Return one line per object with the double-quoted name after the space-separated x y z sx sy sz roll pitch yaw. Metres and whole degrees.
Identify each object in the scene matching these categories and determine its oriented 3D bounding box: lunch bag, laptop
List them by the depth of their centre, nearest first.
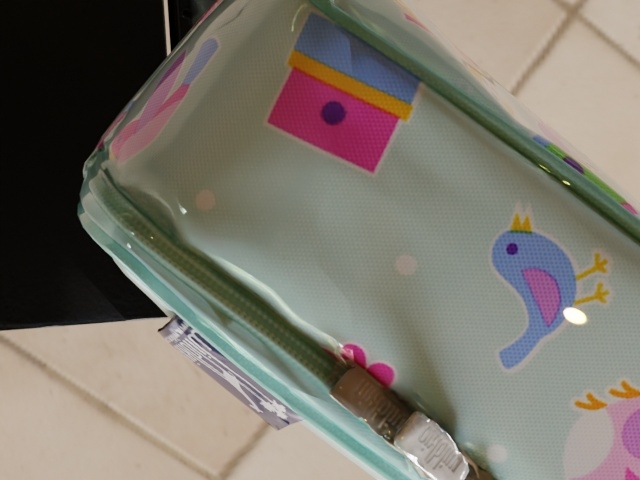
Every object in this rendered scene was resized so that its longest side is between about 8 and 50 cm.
0.044 0.007 0.466 0.224 0.279 0.108 40 99 -8 "lunch bag"
-0.090 -0.075 0.692 0.264 0.136 0.234 1 84 -53 "laptop"
